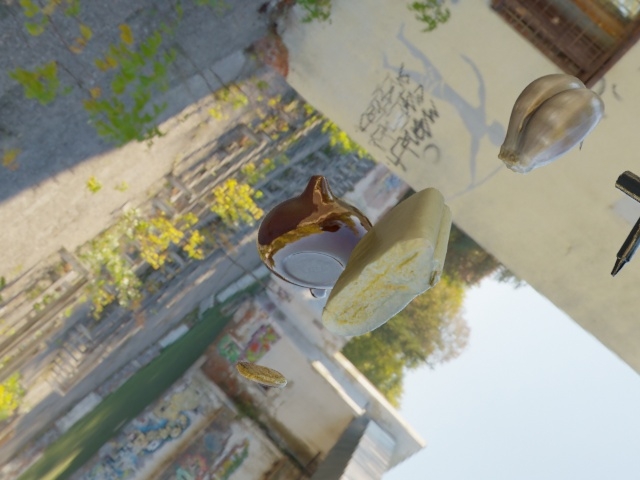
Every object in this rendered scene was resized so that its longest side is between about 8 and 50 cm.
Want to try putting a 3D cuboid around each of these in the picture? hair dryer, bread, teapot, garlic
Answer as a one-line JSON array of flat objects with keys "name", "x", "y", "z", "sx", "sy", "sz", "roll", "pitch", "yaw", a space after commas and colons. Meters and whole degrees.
[{"name": "hair dryer", "x": 0.627, "y": -0.025, "z": 1.367, "sx": 0.195, "sy": 0.173, "sz": 0.050, "roll": -47, "pitch": 142, "yaw": 7}, {"name": "bread", "x": 0.075, "y": 0.019, "z": 0.699, "sx": 0.139, "sy": 0.060, "sz": 0.178, "roll": -42, "pitch": -174, "yaw": 25}, {"name": "teapot", "x": 0.000, "y": 0.000, "z": 1.018, "sx": 0.252, "sy": 0.178, "sz": 0.135, "roll": 87, "pitch": 13, "yaw": -57}, {"name": "bread", "x": -0.120, "y": 0.272, "z": 1.376, "sx": 0.110, "sy": 0.110, "sz": 0.024, "roll": 7, "pitch": 102, "yaw": -84}, {"name": "garlic", "x": 0.654, "y": -0.311, "z": 1.772, "sx": 0.340, "sy": 0.246, "sz": 0.231, "roll": -16, "pitch": -159, "yaw": -30}]
